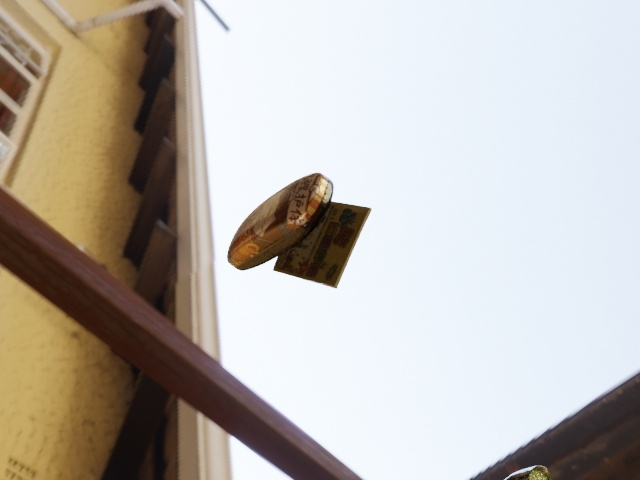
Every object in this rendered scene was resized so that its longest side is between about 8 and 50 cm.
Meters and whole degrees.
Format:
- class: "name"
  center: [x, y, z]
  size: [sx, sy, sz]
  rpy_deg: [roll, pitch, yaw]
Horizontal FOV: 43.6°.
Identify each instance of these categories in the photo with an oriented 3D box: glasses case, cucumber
- class: "glasses case"
  center: [-0.083, -0.033, 1.542]
  size: [0.321, 0.082, 0.122]
  rpy_deg: [-30, -150, 50]
- class: "cucumber"
  center: [0.375, 0.448, 1.475]
  size: [0.105, 0.048, 0.048]
  rpy_deg: [-44, -161, 54]

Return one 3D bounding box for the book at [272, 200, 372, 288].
- class: "book"
  center: [0.000, 0.000, 1.542]
  size: [0.192, 0.013, 0.167]
  rpy_deg: [12, -107, 48]
